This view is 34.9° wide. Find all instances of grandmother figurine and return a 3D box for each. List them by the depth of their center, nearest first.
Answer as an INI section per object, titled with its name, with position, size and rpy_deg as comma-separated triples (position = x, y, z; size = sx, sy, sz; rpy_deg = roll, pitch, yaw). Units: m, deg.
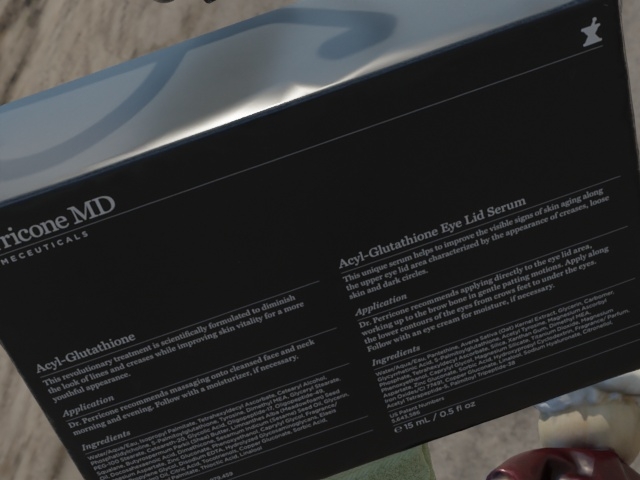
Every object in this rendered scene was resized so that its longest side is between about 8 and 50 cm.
[grandmother figurine]
position = 0.164, 0.203, 0.610
size = 0.104, 0.208, 0.342
rpy_deg = -30, 34, 36

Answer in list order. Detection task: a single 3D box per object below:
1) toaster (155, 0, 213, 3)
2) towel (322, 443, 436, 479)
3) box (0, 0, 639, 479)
[toaster]
position = -0.186, -0.361, 1.077
size = 0.129, 0.146, 0.227
rpy_deg = -27, 60, 21
[towel]
position = 0.010, 0.169, 0.780
size = 0.148, 0.110, 0.027
rpy_deg = -20, 16, 1
[box]
position = 0.000, 0.000, 0.443
size = 0.261, 0.184, 0.103
rpy_deg = -19, 35, 0
